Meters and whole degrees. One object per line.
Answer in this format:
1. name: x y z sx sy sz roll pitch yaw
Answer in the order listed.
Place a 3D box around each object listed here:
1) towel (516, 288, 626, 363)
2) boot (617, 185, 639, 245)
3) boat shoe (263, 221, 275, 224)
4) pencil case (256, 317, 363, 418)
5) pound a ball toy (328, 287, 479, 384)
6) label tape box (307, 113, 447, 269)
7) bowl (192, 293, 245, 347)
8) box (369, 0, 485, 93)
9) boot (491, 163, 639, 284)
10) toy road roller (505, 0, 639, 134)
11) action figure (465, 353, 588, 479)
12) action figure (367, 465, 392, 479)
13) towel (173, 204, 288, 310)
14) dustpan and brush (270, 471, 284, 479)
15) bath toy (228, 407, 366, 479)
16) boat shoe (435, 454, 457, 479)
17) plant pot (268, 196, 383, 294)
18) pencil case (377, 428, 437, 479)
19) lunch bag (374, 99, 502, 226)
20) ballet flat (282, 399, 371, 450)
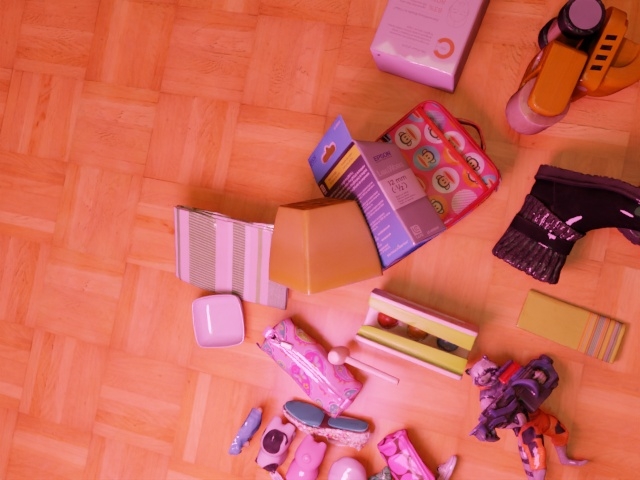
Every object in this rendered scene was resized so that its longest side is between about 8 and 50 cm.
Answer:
1. towel: 0.605 0.207 1.529 0.237 0.021 0.102 21 87 14
2. boot: 0.847 -0.022 1.431 0.222 0.118 0.338 -40 79 7
3. boat shoe: -0.130 -0.003 1.674 0.227 0.079 0.081 -8 81 9
4. pencil case: -0.027 0.320 1.616 0.284 0.124 0.124 42 97 10
5. pound a ball toy: 0.203 0.253 1.560 0.319 0.136 0.208 20 97 12
6. label tape box: 0.123 -0.114 1.530 0.115 0.249 0.348 -23 79 -27
7. bowl: -0.268 0.214 1.703 0.142 0.053 0.142 -7 93 14
8. box: 0.291 -0.574 1.559 0.215 0.168 0.345 22 92 13
9. boot: 0.580 -0.012 1.433 0.348 0.131 0.260 28 90 54
10. toy road roller: 0.607 -0.382 1.467 0.240 0.202 0.329 26 92 2
11. action figure: 0.439 0.426 1.456 0.330 0.341 0.178 59 141 16
12. action figure: 0.133 0.675 1.590 0.137 0.063 0.232 22 96 15
13. towel: -0.235 0.042 1.672 0.325 0.038 0.248 12 118 12
14. dustpan and brush: -0.056 0.671 1.633 0.147 0.060 0.211 -51 60 8
15. bath toy: -0.056 0.563 1.595 0.348 0.151 0.129 23 55 16
16. boat shoe: 0.305 0.575 1.572 0.035 0.035 0.100 27 100 10
17. plant pot: 0.000 0.000 1.518 0.212 0.212 0.187 -12 102 -28
18. pencil case: 0.228 0.565 1.546 0.095 0.098 0.209 -27 71 -27
19. lunch bag: 0.298 -0.192 1.571 0.258 0.120 0.293 -39 79 4
20. ballet flat: 0.011 0.482 1.621 0.241 0.091 0.077 13 114 17
